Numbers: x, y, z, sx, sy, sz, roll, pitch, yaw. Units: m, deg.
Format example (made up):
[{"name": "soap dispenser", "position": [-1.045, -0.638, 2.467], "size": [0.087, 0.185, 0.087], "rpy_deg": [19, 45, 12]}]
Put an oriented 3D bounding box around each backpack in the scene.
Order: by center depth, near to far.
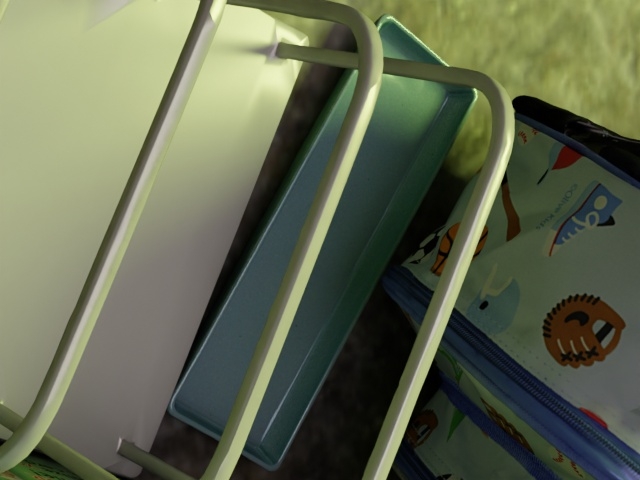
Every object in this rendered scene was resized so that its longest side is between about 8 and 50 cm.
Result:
[{"name": "backpack", "position": [0.148, 0.072, 0.726], "size": [0.213, 0.276, 0.263], "rpy_deg": [-48, 118, -7]}]

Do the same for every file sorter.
[{"name": "file sorter", "position": [-0.100, -0.026, 0.559], "size": [0.278, 0.173, 0.192], "rpy_deg": [24, 86, -38]}]

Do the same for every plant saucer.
[{"name": "plant saucer", "position": [0.000, 0.000, 0.735], "size": [0.067, 0.018, 0.192], "rpy_deg": [35, 80, -36]}]

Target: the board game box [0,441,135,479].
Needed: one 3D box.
[{"name": "board game box", "position": [-0.057, 0.120, 0.596], "size": [0.317, 0.213, 0.046], "rpy_deg": [23, 86, -37]}]
